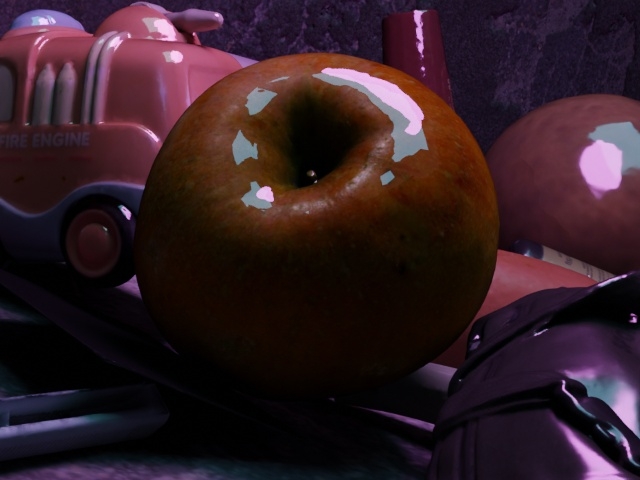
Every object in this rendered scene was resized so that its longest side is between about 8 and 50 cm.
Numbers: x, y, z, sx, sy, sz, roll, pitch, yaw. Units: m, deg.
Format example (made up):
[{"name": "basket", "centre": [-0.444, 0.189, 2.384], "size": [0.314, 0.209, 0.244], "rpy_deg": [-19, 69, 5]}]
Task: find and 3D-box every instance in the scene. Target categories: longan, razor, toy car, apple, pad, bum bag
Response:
[{"name": "longan", "centre": [0.295, -0.012, 1.385], "size": [0.297, 0.297, 0.297], "rpy_deg": [15, 9, -3]}, {"name": "razor", "centre": [-0.171, 0.093, 0.657], "size": [0.111, 0.056, 0.278], "rpy_deg": [60, 21, 19]}, {"name": "toy car", "centre": [-0.173, -0.074, 1.026], "size": [0.270, 0.212, 0.180], "rpy_deg": [0, 2, 28]}, {"name": "apple", "centre": [0.000, 0.000, 0.861], "size": [0.237, 0.237, 0.207], "rpy_deg": [18, -31, 11]}, {"name": "pad", "centre": [-0.125, 0.065, 0.851], "size": [0.164, 0.004, 0.243], "rpy_deg": [29, -3, -37]}, {"name": "bum bag", "centre": [0.133, 0.088, 0.740], "size": [0.142, 0.079, 0.326], "rpy_deg": [-20, 18, 22]}]

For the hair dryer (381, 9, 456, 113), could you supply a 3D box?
[{"name": "hair dryer", "centre": [0.043, -0.079, 1.193], "size": [0.123, 0.312, 0.340], "rpy_deg": [-11, -9, 29]}]

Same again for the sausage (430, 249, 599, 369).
[{"name": "sausage", "centre": [0.094, 0.056, 1.073], "size": [0.304, 0.121, 0.121], "rpy_deg": [13, 10, -16]}]

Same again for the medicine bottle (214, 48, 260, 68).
[{"name": "medicine bottle", "centre": [-0.039, -0.079, 1.402], "size": [0.316, 0.202, 0.202], "rpy_deg": [12, 10, -19]}]

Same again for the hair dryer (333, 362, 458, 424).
[{"name": "hair dryer", "centre": [0.179, 0.101, 0.963], "size": [0.298, 0.119, 0.296], "rpy_deg": [16, 17, 40]}]

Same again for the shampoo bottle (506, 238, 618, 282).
[{"name": "shampoo bottle", "centre": [0.291, 0.094, 1.216], "size": [0.284, 0.101, 0.101], "rpy_deg": [22, 9, -2]}]
